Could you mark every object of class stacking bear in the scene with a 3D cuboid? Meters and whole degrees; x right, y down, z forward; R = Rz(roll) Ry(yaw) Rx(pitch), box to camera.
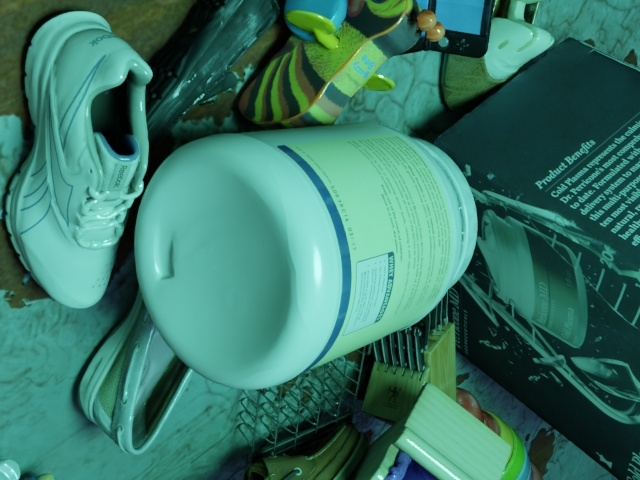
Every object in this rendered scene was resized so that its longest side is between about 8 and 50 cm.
[{"bbox_3d":[0.263,0.365,1.513,0.164,0.175,0.289,-29,124,11],"label":"stacking bear"}]

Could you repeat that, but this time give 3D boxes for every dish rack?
[{"bbox_3d":[-0.028,0.208,1.214,0.208,0.074,0.272,-14,125,-35],"label":"dish rack"}]

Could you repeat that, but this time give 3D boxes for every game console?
[{"bbox_3d":[0.143,-0.291,1.062,0.085,0.124,0.144,-45,144,-52],"label":"game console"}]

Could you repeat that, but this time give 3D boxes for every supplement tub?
[{"bbox_3d":[0.000,0.000,0.896,0.324,0.235,0.236,-14,124,-52],"label":"supplement tub"}]

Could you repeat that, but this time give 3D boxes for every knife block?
[{"bbox_3d":[0.154,0.166,1.320,0.275,0.088,0.242,39,66,-57],"label":"knife block"}]

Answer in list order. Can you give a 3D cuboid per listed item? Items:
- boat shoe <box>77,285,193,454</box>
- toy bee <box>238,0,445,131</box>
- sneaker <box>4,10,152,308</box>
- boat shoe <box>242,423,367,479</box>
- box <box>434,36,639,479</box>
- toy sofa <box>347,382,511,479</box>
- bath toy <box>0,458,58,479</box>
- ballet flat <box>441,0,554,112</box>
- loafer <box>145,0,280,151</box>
[{"bbox_3d":[-0.157,0.086,0.993,0.118,0.103,0.320,36,85,-48],"label":"boat shoe"},{"bbox_3d":[0.040,-0.229,0.934,0.195,0.162,0.298,-8,125,-50],"label":"toy bee"},{"bbox_3d":[-0.225,-0.059,0.829,0.111,0.129,0.297,-14,124,-39],"label":"sneaker"},{"bbox_3d":[-0.047,0.319,1.126,0.307,0.104,0.111,-38,169,-49],"label":"boat shoe"},{"bbox_3d":[0.428,0.061,1.198,0.297,0.471,0.480,-36,143,-20],"label":"box"},{"bbox_3d":[0.088,0.372,1.208,0.362,0.150,0.177,-53,179,44],"label":"toy sofa"},{"bbox_3d":[-0.422,0.279,0.861,0.129,0.152,0.348,-28,142,22],"label":"bath toy"},{"bbox_3d":[0.260,-0.317,1.121,0.116,0.124,0.343,5,111,-44],"label":"ballet flat"},{"bbox_3d":[-0.119,-0.176,0.893,0.078,0.076,0.223,41,80,-40],"label":"loafer"}]
